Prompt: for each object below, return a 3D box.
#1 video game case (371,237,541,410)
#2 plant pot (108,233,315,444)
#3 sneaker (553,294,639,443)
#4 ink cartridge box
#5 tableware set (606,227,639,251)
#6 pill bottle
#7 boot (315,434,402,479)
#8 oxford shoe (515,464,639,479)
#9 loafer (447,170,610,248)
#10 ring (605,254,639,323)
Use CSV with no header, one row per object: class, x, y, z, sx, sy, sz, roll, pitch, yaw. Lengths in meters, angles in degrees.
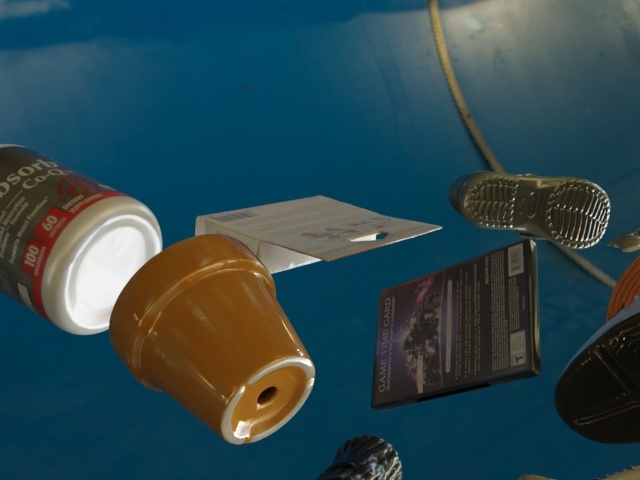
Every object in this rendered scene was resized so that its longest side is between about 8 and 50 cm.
video game case,0.185,0.124,1.097,0.026,0.274,0.196,30,-128,-33
plant pot,-0.111,0.127,0.903,0.205,0.205,0.188,-14,-137,-38
sneaker,0.499,0.081,1.016,0.169,0.447,0.257,49,-163,-4
ink cartridge box,0.000,0.000,1.200,0.261,0.066,0.296,18,-160,36
tableware set,0.567,-0.009,1.266,0.169,0.141,0.020,0,-110,-18
pill bottle,-0.435,-0.022,1.157,0.363,0.210,0.210,24,-139,26
boot,-0.032,0.436,1.090,0.131,0.348,0.260,48,-167,9
oxford shoe,0.560,0.498,1.470,0.397,0.140,0.146,14,-120,8
loafer,0.274,-0.051,1.018,0.251,0.087,0.094,11,-81,-26
ring,0.679,0.156,1.372,0.337,0.032,0.336,0,-93,3
